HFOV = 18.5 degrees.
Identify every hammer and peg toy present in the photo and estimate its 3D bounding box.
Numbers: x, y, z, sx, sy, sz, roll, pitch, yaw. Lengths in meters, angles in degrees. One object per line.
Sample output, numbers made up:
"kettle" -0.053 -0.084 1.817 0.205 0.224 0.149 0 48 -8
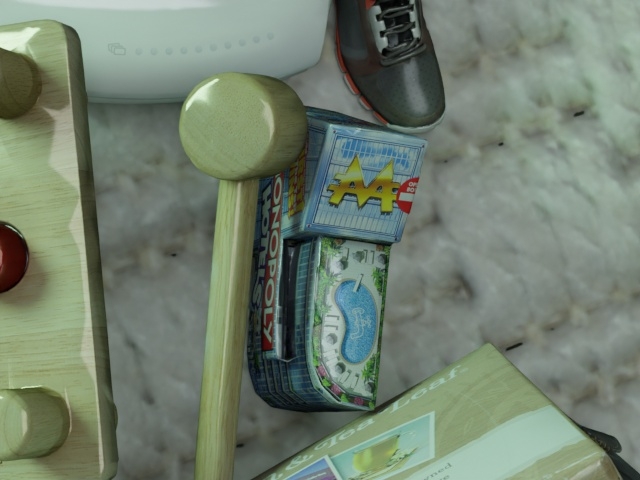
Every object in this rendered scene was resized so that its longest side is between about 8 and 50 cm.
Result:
"hammer and peg toy" -0.189 0.019 1.066 0.361 0.127 0.266 -6 85 15

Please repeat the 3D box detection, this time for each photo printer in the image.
"photo printer" -0.116 -0.236 1.177 0.256 0.107 0.308 1 88 -15

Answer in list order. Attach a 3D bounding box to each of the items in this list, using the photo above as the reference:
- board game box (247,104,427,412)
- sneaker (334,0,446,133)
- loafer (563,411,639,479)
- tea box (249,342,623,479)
"board game box" 0.000 0.000 1.139 0.060 0.194 0.194 7 82 -15
"sneaker" 0.037 -0.142 1.229 0.061 0.065 0.158 -23 89 -13
"loafer" 0.162 0.143 1.235 0.170 0.062 0.061 51 55 -6
"tea box" 0.047 0.287 1.049 0.329 0.220 0.323 -30 105 -3
